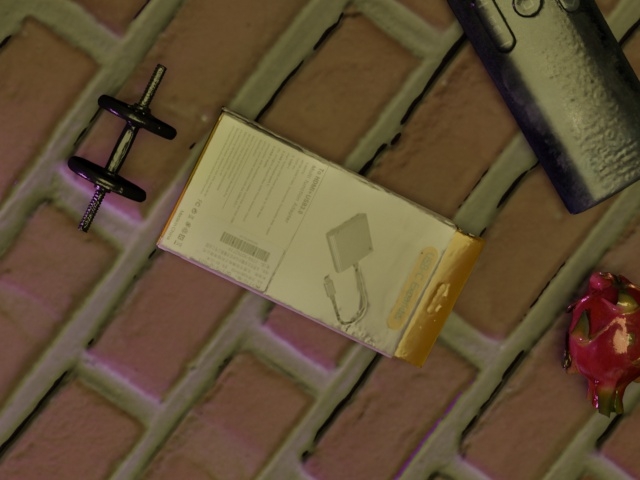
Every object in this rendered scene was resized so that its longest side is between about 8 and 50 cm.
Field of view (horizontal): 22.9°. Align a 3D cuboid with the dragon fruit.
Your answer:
[{"bbox_3d":[0.243,0.088,1.326,0.086,0.081,0.116,16,95,-19],"label":"dragon fruit"}]

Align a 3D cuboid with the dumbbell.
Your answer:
[{"bbox_3d":[-0.158,-0.074,1.263,0.069,0.069,0.147,26,94,-9],"label":"dumbbell"}]

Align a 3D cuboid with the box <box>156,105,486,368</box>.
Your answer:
[{"bbox_3d":[0.000,0.000,1.310,0.247,0.033,0.129,27,93,-9],"label":"box"}]

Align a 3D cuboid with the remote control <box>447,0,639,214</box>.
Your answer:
[{"bbox_3d":[0.159,-0.206,1.296,0.107,0.044,0.377,-32,100,-5],"label":"remote control"}]
